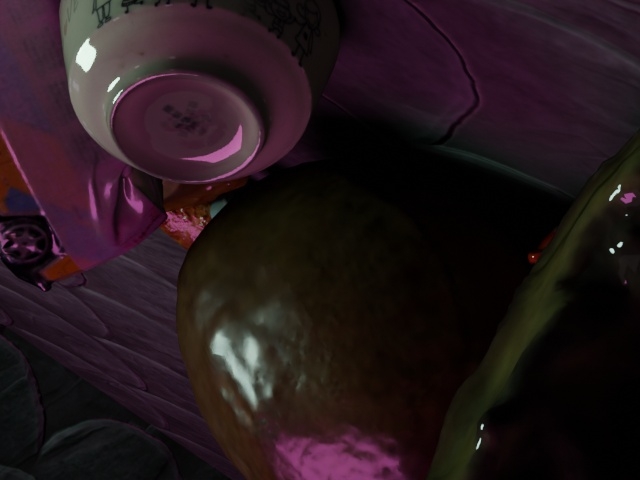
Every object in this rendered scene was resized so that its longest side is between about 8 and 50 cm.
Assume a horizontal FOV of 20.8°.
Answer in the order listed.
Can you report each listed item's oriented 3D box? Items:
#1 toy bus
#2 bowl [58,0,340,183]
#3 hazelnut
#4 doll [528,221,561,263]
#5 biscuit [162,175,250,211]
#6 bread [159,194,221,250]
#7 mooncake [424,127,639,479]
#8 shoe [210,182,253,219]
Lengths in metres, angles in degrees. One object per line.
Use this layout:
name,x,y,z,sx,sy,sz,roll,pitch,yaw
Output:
toy bus,-0.260,-0.134,1.574,0.162,0.171,0.386,-17,130,6
bowl,-0.102,-0.132,1.416,0.238,0.126,0.237,1,138,1
hazelnut,0.073,0.108,1.666,0.421,0.352,0.421,10,-163,-3
doll,0.275,0.028,1.545,0.217,0.085,0.183,16,172,-18
biscuit,-0.232,-0.131,1.761,0.329,0.078,0.335,-22,129,40
bread,-0.136,-0.023,1.987,0.269,0.095,0.139,20,175,-12
mooncake,0.241,0.113,1.281,0.246,0.394,0.393,32,134,6
shoe,0.000,0.000,1.896,0.251,0.103,0.100,25,129,-31
